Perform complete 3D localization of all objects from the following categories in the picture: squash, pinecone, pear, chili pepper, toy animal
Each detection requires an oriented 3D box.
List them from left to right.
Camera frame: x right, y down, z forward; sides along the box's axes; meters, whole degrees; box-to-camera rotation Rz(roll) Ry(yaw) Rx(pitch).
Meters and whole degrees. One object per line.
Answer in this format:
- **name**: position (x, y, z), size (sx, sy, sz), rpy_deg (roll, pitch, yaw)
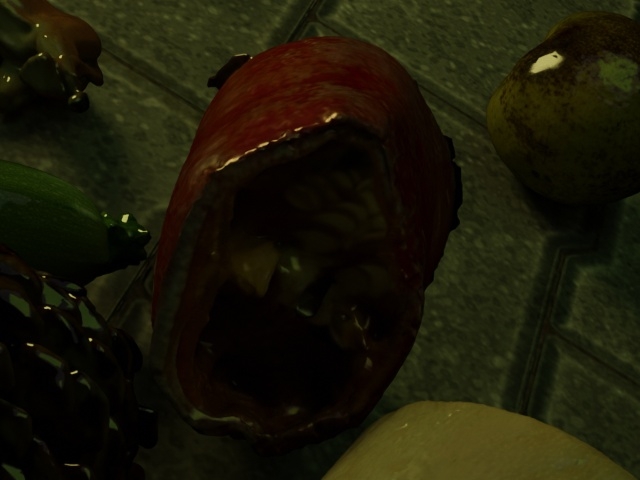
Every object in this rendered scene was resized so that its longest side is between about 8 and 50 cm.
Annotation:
- **squash**: position (-0.300, -0.018, 1.059), size (0.395, 0.107, 0.107), rpy_deg (6, 45, -32)
- **pinecone**: position (-0.211, 0.108, 0.902), size (0.224, 0.224, 0.272), rpy_deg (37, 13, 3)
- **toy animal**: position (-0.264, -0.201, 1.306), size (0.312, 0.097, 0.157), rpy_deg (48, 32, 14)
- **chili pepper**: position (0.000, 0.000, 1.102), size (0.229, 0.251, 0.305), rpy_deg (24, 15, -8)
- **pear**: position (0.269, -0.121, 1.546), size (0.197, 0.197, 0.197), rpy_deg (21, 39, -18)

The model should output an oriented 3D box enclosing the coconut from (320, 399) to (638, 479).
- **coconut**: position (0.092, 0.242, 0.923), size (0.328, 0.329, 0.329), rpy_deg (21, 39, -18)
